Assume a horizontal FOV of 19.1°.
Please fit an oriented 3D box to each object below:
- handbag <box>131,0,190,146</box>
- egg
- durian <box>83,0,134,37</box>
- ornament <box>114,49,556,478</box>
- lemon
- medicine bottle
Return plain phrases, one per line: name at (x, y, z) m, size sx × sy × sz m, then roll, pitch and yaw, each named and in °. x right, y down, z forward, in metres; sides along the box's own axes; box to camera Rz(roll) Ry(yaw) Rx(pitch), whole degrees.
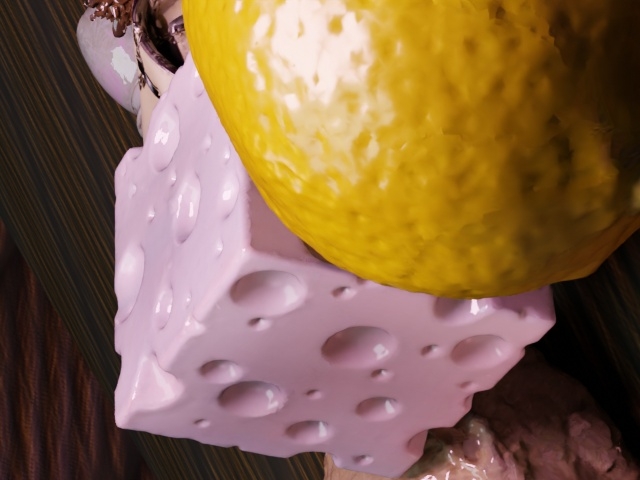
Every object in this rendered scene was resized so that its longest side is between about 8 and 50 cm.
handbag at (-0.039, -0.100, 1.620) m, size 0.160 × 0.236 × 0.358 m, roll 56°, pitch 161°, yaw 27°
egg at (0.131, 0.213, 1.563) m, size 0.310 × 0.279 × 0.279 m, roll 57°, pitch 162°, yaw 31°
durian at (-0.183, -0.290, 1.843) m, size 0.196 × 0.166 × 0.196 m, roll 11°, pitch -90°, yaw -87°
ornament at (0.000, 0.000, 1.390) m, size 0.240 × 0.239 × 0.239 m, roll 128°, pitch 147°, yaw -46°
lemon at (0.075, -0.127, 1.143) m, size 0.336 × 0.336 × 0.336 m, roll 53°, pitch 159°, yaw 30°
medicine bottle at (-0.160, -0.192, 1.969) m, size 0.143 × 0.147 × 0.147 m, roll 54°, pitch 160°, yaw 21°
